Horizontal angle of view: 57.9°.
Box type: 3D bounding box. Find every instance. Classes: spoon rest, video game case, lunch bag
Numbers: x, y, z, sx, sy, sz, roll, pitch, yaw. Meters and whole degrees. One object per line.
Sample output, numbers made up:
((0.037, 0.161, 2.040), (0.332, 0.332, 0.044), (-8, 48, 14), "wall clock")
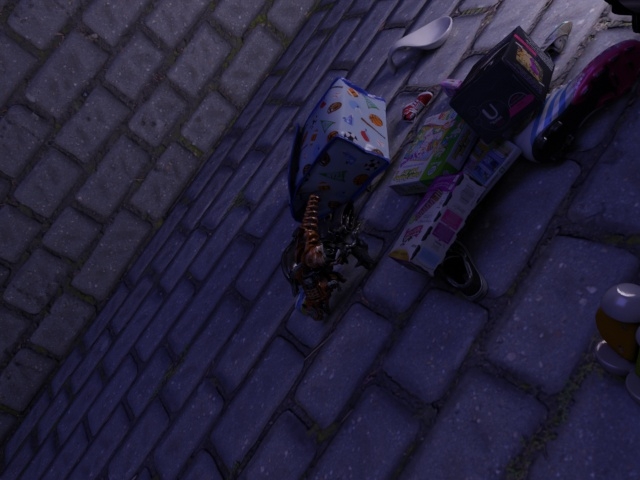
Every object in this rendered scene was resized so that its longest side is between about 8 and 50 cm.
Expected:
((0.337, -0.686, 2.012), (0.276, 0.084, 0.137), (-27, 39, 37), "spoon rest")
((0.384, -0.174, 1.415), (0.193, 0.023, 0.212), (-53, 17, 17), "video game case")
((0.025, -0.276, 1.877), (0.385, 0.239, 0.327), (-47, 27, 42), "lunch bag")

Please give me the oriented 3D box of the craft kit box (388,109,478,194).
((0.317, -0.243, 1.567), (0.246, 0.061, 0.250), (-62, 20, -11), "craft kit box")

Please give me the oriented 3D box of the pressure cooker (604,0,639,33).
((0.740, -0.642, 1.140), (0.369, 0.376, 0.420), (-55, 31, 2), "pressure cooker")

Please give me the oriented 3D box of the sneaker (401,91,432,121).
((0.302, -0.416, 1.819), (0.118, 0.042, 0.067), (-32, 32, 44), "sneaker")

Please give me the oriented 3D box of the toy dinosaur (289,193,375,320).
((0.010, 0.048, 1.548), (0.164, 0.219, 0.321), (39, 134, 45), "toy dinosaur")

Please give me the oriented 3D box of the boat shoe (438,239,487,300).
((0.303, 0.047, 1.311), (0.078, 0.070, 0.219), (-46, 31, 12), "boat shoe")

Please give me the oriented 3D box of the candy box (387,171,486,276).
((0.262, -0.040, 1.330), (0.233, 0.071, 0.159), (-59, 11, -4), "candy box")

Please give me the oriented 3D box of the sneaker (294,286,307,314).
((-0.033, 0.145, 1.683), (0.059, 0.053, 0.144), (-2, 56, 55), "sneaker")

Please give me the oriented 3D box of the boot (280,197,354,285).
((0.000, 0.000, 1.750), (0.229, 0.091, 0.262), (-25, 38, 39), "boot")

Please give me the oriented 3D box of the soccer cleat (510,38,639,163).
((0.564, -0.321, 1.296), (0.331, 0.116, 0.143), (-47, 31, 9), "soccer cleat")

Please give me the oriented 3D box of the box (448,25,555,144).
((0.442, -0.376, 1.389), (0.165, 0.143, 0.270), (-39, 9, 42), "box")

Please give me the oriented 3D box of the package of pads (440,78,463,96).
((0.398, -0.452, 1.720), (0.032, 0.050, 0.083), (-48, 30, -3), "package of pads")

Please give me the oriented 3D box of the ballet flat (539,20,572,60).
((0.598, -0.494, 1.508), (0.168, 0.057, 0.052), (-44, 59, 21), "ballet flat")

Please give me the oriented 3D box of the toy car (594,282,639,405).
((0.513, 0.153, 0.876), (0.136, 0.159, 0.182), (-14, 33, -7), "toy car")
